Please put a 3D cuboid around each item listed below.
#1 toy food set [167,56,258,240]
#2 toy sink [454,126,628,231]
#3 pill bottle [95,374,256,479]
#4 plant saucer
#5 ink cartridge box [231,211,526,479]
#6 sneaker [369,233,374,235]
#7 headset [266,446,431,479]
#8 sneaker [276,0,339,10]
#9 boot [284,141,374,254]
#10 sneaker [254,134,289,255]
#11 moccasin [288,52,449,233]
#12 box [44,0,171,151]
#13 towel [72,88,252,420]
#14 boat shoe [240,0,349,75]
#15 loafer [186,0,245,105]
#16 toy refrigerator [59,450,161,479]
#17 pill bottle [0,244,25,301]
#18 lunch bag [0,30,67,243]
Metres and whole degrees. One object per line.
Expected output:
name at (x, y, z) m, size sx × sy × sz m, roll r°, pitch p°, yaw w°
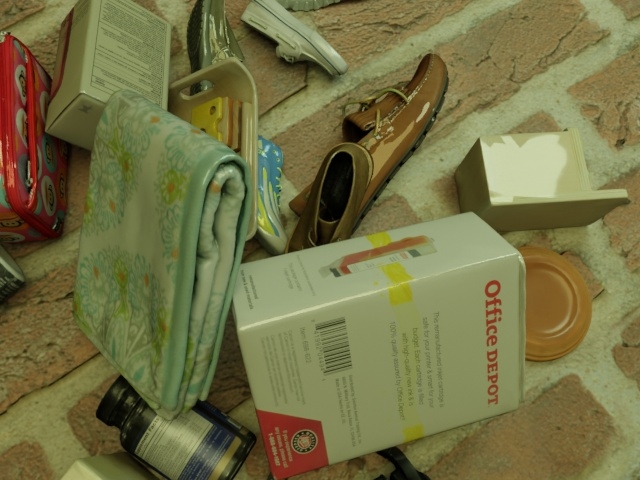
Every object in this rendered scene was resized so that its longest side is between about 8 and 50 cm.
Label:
toy food set at (-0.209, -0.119, 1.040) m, size 0.219 × 0.092 × 0.307 m, roll -13°, pitch 71°, yaw 36°
toy sink at (0.367, -0.101, 1.115) m, size 0.234 × 0.153 × 0.131 m, roll -4°, pitch 74°, yaw -5°
pill bottle at (-0.214, 0.282, 0.972) m, size 0.219 × 0.123 × 0.123 m, roll 33°, pitch 74°, yaw 5°
plant saucer at (0.368, 0.103, 1.115) m, size 0.199 × 0.037 × 0.200 m, roll 1°, pitch 75°, yaw -4°
ink cartridge box at (0.082, 0.146, 0.948) m, size 0.384 × 0.160 × 0.279 m, roll -13°, pitch 118°, yaw -8°
sneaker at (0.166, 0.020, 1.107) m, size 0.192 × 0.064 × 0.086 m, roll -3°, pitch 79°, yaw -2°
headset at (0.096, 0.452, 0.964) m, size 0.394 × 0.185 × 0.243 m, roll 32°, pitch 69°, yaw 20°
sneaker at (0.001, -0.505, 1.247) m, size 0.234 × 0.090 × 0.095 m, roll -9°, pitch 57°, yaw -8°
boot at (0.000, 0.000, 1.001) m, size 0.112 × 0.115 × 0.306 m, roll 16°, pitch 102°, yaw 6°
sneaker at (-0.095, -0.096, 1.107) m, size 0.126 × 0.091 × 0.240 m, roll -32°, pitch 78°, yaw -13°
moccasin at (0.087, -0.178, 1.131) m, size 0.147 × 0.139 × 0.380 m, roll 38°, pitch 84°, yaw -3°
box at (-0.339, -0.268, 1.068) m, size 0.148 × 0.126 × 0.233 m, roll 22°, pitch 53°, yaw -40°
towel at (-0.237, 0.011, 0.904) m, size 0.320 × 0.090 × 0.375 m, roll 31°, pitch 114°, yaw 40°
boat shoe at (-0.050, -0.361, 1.204) m, size 0.226 × 0.083 × 0.076 m, roll 43°, pitch 97°, yaw 13°
loafer at (-0.186, -0.333, 1.179) m, size 0.087 × 0.094 × 0.252 m, roll 3°, pitch 82°, yaw -29°
toy refrigerator at (-0.291, 0.348, 0.870) m, size 0.094 × 0.269 × 0.102 m, roll 37°, pitch 75°, yaw 7°
pill bottle at (-0.589, 0.091, 0.992) m, size 0.245 × 0.130 × 0.130 m, roll -41°, pitch 81°, yaw -14°
lunch bag at (-0.483, -0.157, 1.005) m, size 0.120 × 0.258 × 0.293 m, roll -8°, pitch 76°, yaw -4°
